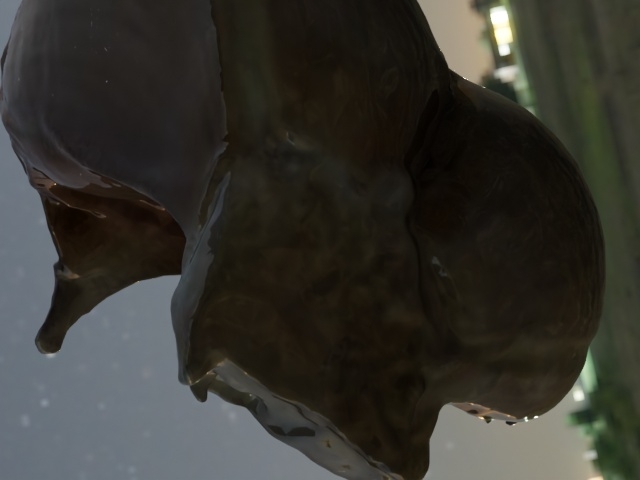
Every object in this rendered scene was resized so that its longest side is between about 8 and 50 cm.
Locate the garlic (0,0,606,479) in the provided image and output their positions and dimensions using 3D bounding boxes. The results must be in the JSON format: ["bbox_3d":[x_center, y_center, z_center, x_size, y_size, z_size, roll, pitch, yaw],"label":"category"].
[{"bbox_3d":[-0.001,-0.009,0.442,0.174,0.099,0.124,32,-104,-31],"label":"garlic"}]
